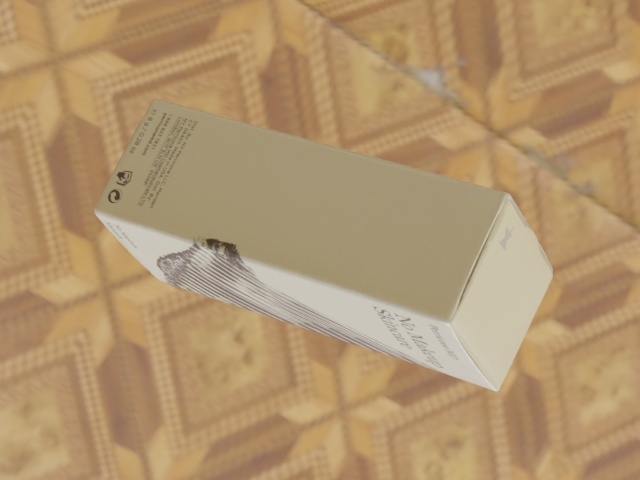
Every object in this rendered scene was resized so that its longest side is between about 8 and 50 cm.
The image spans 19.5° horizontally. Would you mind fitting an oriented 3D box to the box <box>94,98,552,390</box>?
[{"bbox_3d":[0.000,0.000,1.198,0.094,0.275,0.113,-63,147,-16],"label":"box"}]
